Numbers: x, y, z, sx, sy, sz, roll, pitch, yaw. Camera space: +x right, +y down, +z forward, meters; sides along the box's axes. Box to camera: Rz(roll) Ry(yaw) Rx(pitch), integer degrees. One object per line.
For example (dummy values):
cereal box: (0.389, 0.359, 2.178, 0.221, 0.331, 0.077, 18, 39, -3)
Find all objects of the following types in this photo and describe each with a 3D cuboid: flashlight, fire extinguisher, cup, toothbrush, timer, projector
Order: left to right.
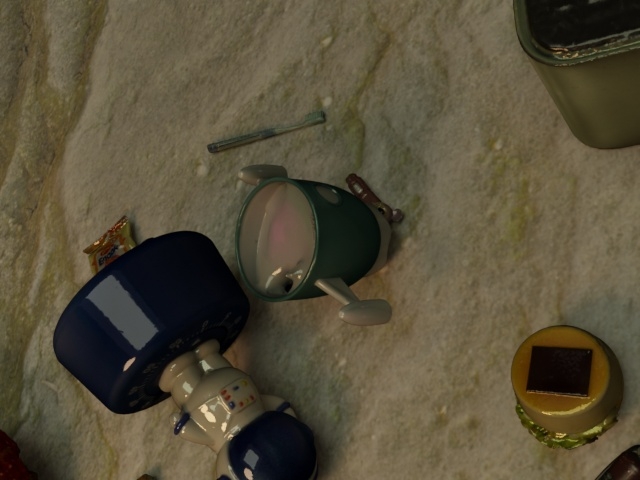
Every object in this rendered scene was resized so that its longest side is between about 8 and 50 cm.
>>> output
timer: (-0.149, 0.204, 1.087, 0.270, 0.270, 0.383, -46, 73, 9)
toothbrush: (-0.091, -0.175, 1.287, 0.219, 0.016, 0.019, -12, 67, 26)
cup: (0.000, 0.000, 1.071, 0.299, 0.173, 0.167, 53, 124, 31)
flashlight: (0.070, -0.057, 1.146, 0.052, 0.031, 0.110, -44, 58, 11)
fire extinguisher: (0.319, 0.281, 0.874, 0.158, 0.043, 0.064, -55, 12, 13)
projector: (0.374, -0.275, 0.916, 0.248, 0.249, 0.248, -10, 69, 28)

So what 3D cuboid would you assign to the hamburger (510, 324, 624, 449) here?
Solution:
hamburger: (0.285, 0.169, 0.922, 0.126, 0.081, 0.141, -16, 54, 22)

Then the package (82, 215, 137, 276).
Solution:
package: (-0.350, 0.034, 1.358, 0.108, 0.031, 0.120, -38, 59, 14)

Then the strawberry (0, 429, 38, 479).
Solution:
strawberry: (-0.589, 0.394, 1.188, 0.312, 0.351, 0.267, 4, 68, 37)

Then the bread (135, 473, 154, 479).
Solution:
bread: (-0.275, 0.415, 1.178, 0.154, 0.054, 0.136, 4, 73, 28)
